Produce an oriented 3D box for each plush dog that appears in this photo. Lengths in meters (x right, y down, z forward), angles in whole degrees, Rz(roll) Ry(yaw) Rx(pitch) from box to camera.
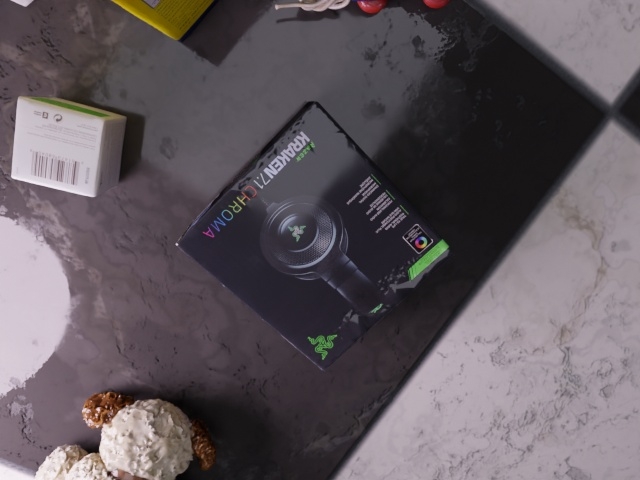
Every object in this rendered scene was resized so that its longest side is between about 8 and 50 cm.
[{"bbox_3d":[-0.289,0.354,0.680,0.262,0.210,0.226,25,80,-12],"label":"plush dog"}]

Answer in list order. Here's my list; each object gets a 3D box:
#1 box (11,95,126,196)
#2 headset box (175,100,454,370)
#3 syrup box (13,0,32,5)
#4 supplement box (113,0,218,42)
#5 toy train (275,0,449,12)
[{"bbox_3d":[-0.317,-0.121,0.570,0.101,0.087,0.102,13,104,-9],"label":"box"},{"bbox_3d":[0.000,0.000,0.613,0.246,0.131,0.283,-43,106,8],"label":"headset box"},{"bbox_3d":[-0.390,-0.397,0.477,0.093,0.096,0.237,-34,106,3],"label":"syrup box"},{"bbox_3d":[-0.169,-0.336,0.379,0.195,0.356,0.194,42,98,-15],"label":"supplement box"},{"bbox_3d":[0.062,-0.363,0.531,0.247,0.105,0.144,-6,97,-3],"label":"toy train"}]
